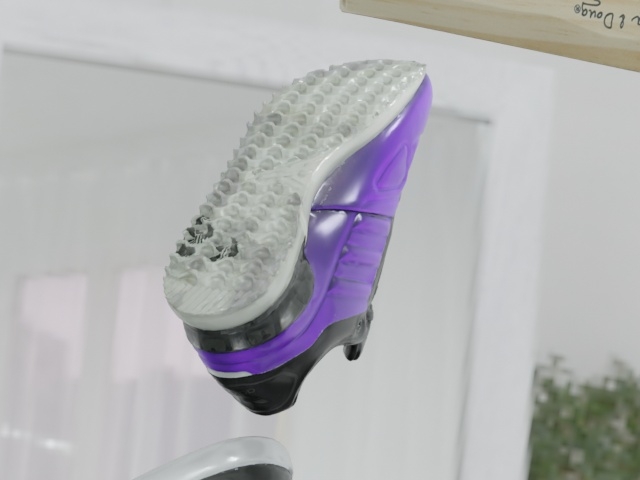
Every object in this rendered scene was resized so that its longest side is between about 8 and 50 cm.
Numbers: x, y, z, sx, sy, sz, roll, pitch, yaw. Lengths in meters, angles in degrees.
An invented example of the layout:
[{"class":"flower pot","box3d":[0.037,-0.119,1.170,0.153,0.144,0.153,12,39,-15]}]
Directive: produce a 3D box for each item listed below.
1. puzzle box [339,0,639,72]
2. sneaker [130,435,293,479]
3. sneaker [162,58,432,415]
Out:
[{"class":"puzzle box","box3d":[0.235,-0.105,0.937,0.272,0.052,0.409,-3,15,-36]},{"class":"sneaker","box3d":[-0.125,0.238,1.073,0.104,0.296,0.147,39,25,-55]},{"class":"sneaker","box3d":[-0.001,0.000,1.298,0.102,0.146,0.293,4,42,33]}]
